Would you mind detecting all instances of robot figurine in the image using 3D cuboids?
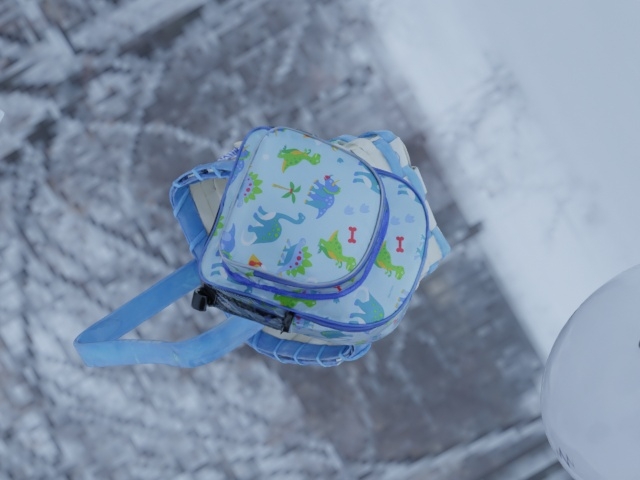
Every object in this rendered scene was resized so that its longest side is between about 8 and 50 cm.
[{"bbox_3d":[0.265,0.129,1.217,0.278,0.209,0.173,41,-142,-24],"label":"robot figurine"}]

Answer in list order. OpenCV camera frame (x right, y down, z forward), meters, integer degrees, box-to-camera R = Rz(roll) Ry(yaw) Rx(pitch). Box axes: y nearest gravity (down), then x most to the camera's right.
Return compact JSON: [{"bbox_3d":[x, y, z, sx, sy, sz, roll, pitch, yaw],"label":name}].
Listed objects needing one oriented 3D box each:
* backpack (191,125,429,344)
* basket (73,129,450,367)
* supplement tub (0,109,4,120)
[{"bbox_3d":[0.000,0.000,1.029,0.114,0.105,0.084,19,164,3],"label":"backpack"},{"bbox_3d":[-0.058,0.025,1.687,0.255,0.289,0.201,-3,121,57],"label":"basket"},{"bbox_3d":[-0.309,-0.086,1.178,0.199,0.144,0.144,35,-172,-10],"label":"supplement tub"}]
